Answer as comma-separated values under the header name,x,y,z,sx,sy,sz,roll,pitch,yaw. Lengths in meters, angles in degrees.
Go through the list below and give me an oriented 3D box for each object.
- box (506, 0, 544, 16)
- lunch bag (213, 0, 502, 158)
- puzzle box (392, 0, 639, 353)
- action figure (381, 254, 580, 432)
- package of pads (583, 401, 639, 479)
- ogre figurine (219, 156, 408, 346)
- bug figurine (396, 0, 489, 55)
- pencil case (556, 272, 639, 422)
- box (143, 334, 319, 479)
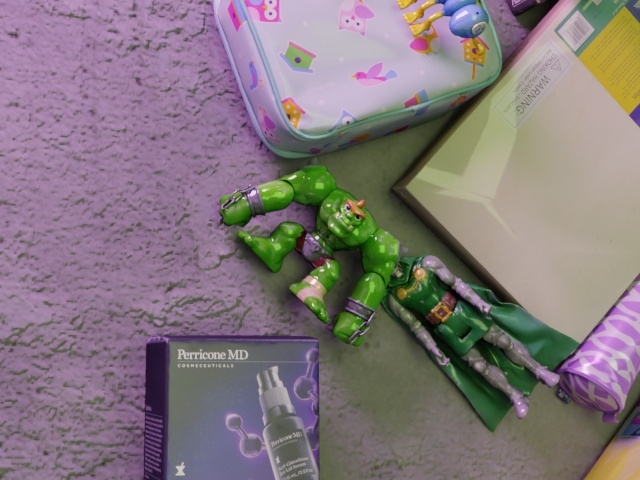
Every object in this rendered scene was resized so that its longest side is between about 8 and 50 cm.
name,x,y,z,sx,sy,sz,roll,pitch,yaw
box,0.285,-0.393,1.254,0.231,0.056,0.183,-30,94,-20
lunch bag,0.041,-0.221,1.119,0.279,0.108,0.224,-20,85,-23
puzzle box,0.309,-0.112,1.200,0.272,0.052,0.409,45,80,-12
action figure,0.148,0.090,1.143,0.232,0.063,0.137,40,97,-6
package of pads,0.385,0.263,1.125,0.101,0.229,0.296,44,73,-10
ogre figurine,0.000,0.000,1.092,0.118,0.097,0.197,-45,71,-5
bug figurine,0.191,-0.316,1.093,0.279,0.072,0.216,-26,83,-22
pencil case,0.352,0.104,1.206,0.088,0.086,0.206,42,72,-10
box,-0.087,0.194,1.028,0.153,0.108,0.207,1,84,-19
